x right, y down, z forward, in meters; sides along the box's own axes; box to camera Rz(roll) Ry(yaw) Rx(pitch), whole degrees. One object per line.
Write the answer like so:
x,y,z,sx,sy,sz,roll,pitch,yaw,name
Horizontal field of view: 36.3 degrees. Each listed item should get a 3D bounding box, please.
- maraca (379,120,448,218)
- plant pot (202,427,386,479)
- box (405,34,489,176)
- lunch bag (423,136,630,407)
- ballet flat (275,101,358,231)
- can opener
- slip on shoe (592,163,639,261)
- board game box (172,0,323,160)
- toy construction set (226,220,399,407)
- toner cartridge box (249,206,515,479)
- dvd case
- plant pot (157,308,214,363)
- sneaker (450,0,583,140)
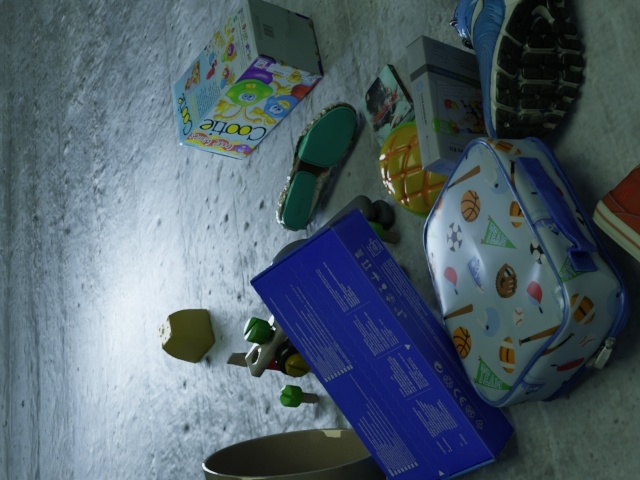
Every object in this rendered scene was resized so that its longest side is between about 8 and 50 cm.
0.156,-0.086,1.363,0.185,0.099,0.127,46,127,21,maraca
-0.021,0.426,1.358,0.256,0.257,0.274,-4,93,54,plant pot
0.188,-0.168,1.294,0.038,0.145,0.186,-31,55,48,box
0.238,0.035,1.155,0.243,0.115,0.303,115,145,-44,lunch bag
-0.015,-0.129,1.628,0.241,0.091,0.077,-62,15,16,ballet flat
0.000,0.000,1.570,0.283,0.076,0.095,-41,50,39,can opener
0.403,0.014,0.970,0.101,0.123,0.331,-61,33,17,slip on shoe
-0.139,-0.291,1.792,0.275,0.142,0.144,-40,50,41,board game box
-0.044,0.138,1.448,0.309,0.237,0.257,-39,50,43,toy construction set
0.076,0.146,1.239,0.165,0.075,0.347,-34,92,39,toner cartridge box
0.105,-0.210,1.538,0.087,0.013,0.119,-52,43,32,dvd case
-0.266,0.180,1.882,0.081,0.083,0.081,-49,43,35,plant pot
0.252,-0.270,1.280,0.147,0.130,0.330,151,127,-65,sneaker
